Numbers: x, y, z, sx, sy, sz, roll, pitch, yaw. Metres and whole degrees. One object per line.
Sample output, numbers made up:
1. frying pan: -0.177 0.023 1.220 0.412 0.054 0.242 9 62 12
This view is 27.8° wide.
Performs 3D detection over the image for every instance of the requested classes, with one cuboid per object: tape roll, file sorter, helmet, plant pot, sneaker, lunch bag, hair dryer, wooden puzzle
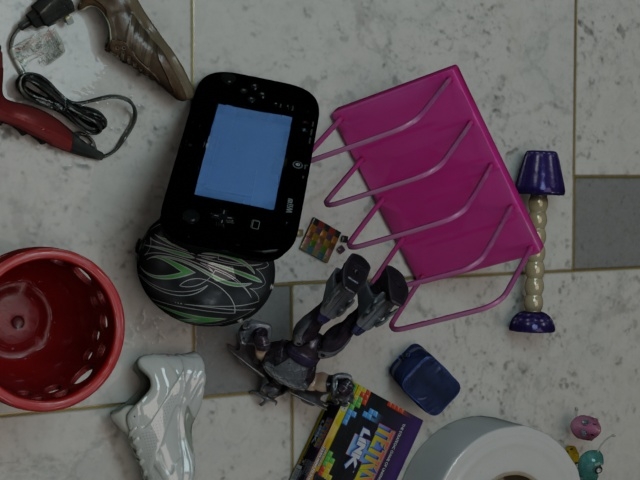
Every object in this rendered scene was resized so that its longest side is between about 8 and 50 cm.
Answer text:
1. tape roll: 0.254 0.410 1.936 0.286 0.100 0.286 -2 94 -29
2. file sorter: 0.133 -0.047 1.750 0.291 0.202 0.182 62 35 -17
3. helmet: -0.148 0.034 1.662 0.169 0.161 0.170 -2 94 -28
4. plant pot: -0.350 0.099 1.551 0.191 0.174 0.191 -2 94 -28
5. sneaker: -0.222 0.256 1.688 0.115 0.090 0.232 9 80 -22
6. lunch bag: 0.148 0.199 1.886 0.067 0.065 0.098 -44 113 -2
7. sneaker: -0.238 -0.249 1.666 0.071 0.066 0.188 -35 103 -5
8. hair dryer: -0.373 -0.158 1.579 0.293 0.080 0.224 -34 108 -22
9. wooden puzzle: 0.000 0.000 1.828 0.083 0.006 0.049 30 79 -26

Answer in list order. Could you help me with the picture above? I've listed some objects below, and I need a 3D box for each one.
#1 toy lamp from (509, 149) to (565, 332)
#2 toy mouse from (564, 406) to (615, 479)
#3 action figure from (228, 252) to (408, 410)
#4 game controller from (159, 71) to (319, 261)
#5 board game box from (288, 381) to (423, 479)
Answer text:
1. toy lamp: 0.330 0.001 1.966 0.080 0.080 0.275 -1 95 -28
2. toy mouse: 0.405 0.321 1.997 0.031 0.143 0.161 15 61 -14
3. action figure: -0.010 0.135 1.718 0.185 0.285 0.099 27 35 -21
4. game controller: -0.096 -0.099 1.634 0.166 0.067 0.319 5 46 4
5. board game box: 0.052 0.302 1.849 0.141 0.048 0.170 30 79 -25
